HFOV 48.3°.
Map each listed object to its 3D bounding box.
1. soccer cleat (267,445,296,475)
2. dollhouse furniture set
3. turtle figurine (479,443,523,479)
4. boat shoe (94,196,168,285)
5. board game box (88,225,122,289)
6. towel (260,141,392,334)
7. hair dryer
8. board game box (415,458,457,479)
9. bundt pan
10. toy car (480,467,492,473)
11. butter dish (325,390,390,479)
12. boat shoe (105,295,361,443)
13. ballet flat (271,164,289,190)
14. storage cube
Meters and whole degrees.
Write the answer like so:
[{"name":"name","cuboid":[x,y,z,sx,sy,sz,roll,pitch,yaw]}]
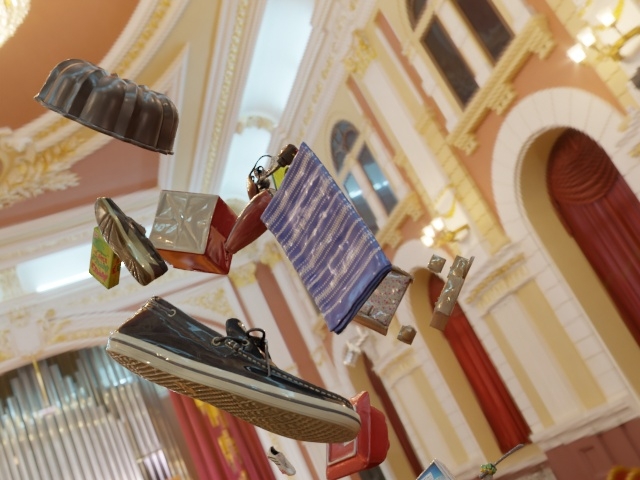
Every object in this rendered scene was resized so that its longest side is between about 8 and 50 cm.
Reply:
[{"name":"soccer cleat","cuboid":[-0.087,0.490,1.589,0.029,0.083,0.035,-26,-41,-41]},{"name":"dollhouse furniture set","cuboid":[0.225,0.107,2.058,0.303,0.355,0.174,-62,-12,-21]},{"name":"turtle figurine","cuboid":[0.495,0.681,1.934,0.266,0.198,0.274,7,-43,-44]},{"name":"boat shoe","cuboid":[-0.410,-0.004,1.549,0.073,0.223,0.080,-24,-18,-41]},{"name":"board game box","cuboid":[-0.632,0.048,2.110,0.043,0.092,0.181,-33,-28,-47]},{"name":"towel","cuboid":[0.000,0.000,1.464,0.040,0.336,0.243,-13,-31,-39]},{"name":"hair dryer","cuboid":[-0.148,-0.094,1.764,0.293,0.080,0.223,-63,20,-17]},{"name":"board game box","cuboid":[0.233,0.699,1.701,0.053,0.193,0.305,38,-84,-32]},{"name":"bundt pan","cuboid":[-0.469,-0.315,1.631,0.331,0.331,0.124,11,-76,-60]},{"name":"toy car","cuboid":[0.438,0.611,1.764,0.040,0.122,0.060,24,-95,-47]},{"name":"butter dish","cuboid":[0.091,0.414,1.482,0.118,0.160,0.160,20,-37,-25]},{"name":"boat shoe","cuboid":[-0.151,0.226,1.296,0.156,0.500,0.187,-62,-23,-28]},{"name":"ballet flat","cuboid":[-0.122,-0.159,2.454,0.077,0.231,0.077,-10,-23,0]},{"name":"storage cube","cuboid":[-0.365,-0.021,2.065,0.215,0.183,0.193,7,-18,15]}]
